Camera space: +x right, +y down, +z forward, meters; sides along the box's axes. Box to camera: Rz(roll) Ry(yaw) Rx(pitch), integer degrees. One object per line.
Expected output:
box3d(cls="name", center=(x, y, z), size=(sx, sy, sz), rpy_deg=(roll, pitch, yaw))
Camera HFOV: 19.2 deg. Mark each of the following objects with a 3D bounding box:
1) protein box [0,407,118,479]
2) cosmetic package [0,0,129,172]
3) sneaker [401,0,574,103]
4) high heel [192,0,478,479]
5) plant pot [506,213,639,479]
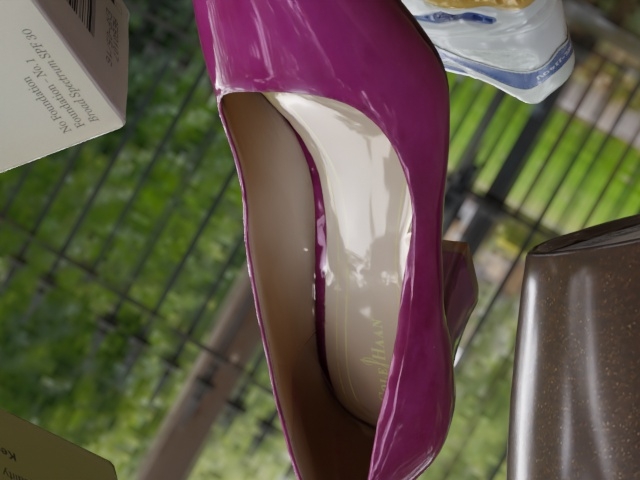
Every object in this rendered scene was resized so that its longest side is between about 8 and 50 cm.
box3d(cls="protein box", center=(-0.147, 0.127, 0.429), size=(0.200, 0.136, 0.201), rpy_deg=(32, -156, -36))
box3d(cls="cosmetic package", center=(-0.285, -0.103, 1.126), size=(0.113, 0.309, 0.160), rpy_deg=(-95, -22, -43))
box3d(cls="sneaker", center=(0.045, -0.168, 1.271), size=(0.296, 0.112, 0.131), rpy_deg=(32, 161, 44))
box3d(cls="high heel", center=(0.000, 0.000, 1.011), size=(0.127, 0.181, 0.377), rpy_deg=(3, 142, 31))
box3d(cls="plant pot", center=(0.158, 0.104, 0.749), size=(0.215, 0.230, 0.215), rpy_deg=(-14, -177, 1))
